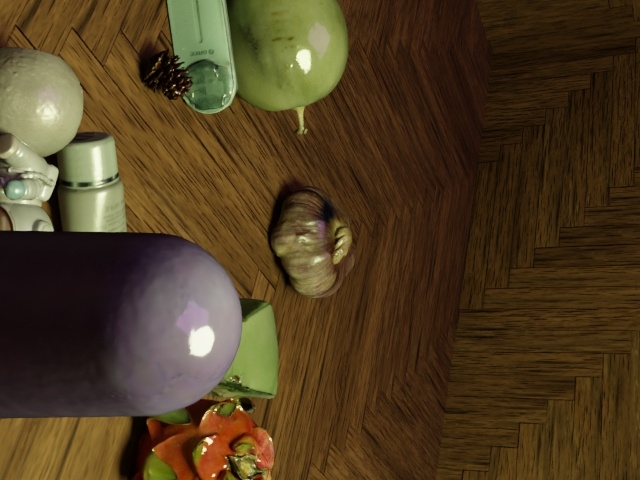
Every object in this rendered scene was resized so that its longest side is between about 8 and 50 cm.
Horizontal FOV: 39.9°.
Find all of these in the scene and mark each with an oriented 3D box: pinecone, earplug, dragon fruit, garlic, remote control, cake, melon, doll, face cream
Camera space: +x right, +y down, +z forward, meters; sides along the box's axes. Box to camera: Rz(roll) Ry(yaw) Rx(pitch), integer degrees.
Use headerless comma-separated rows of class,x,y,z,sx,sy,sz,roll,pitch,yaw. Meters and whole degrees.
pinecone,-0.250,-0.273,1.459,0.083,0.077,0.077,28,52,-15
earplug,-0.287,0.085,0.889,0.215,0.455,0.215,9,79,-62
dragon fruit,-0.178,0.344,1.392,0.224,0.227,0.224,-11,90,-70
garlic,0.000,0.000,1.884,0.245,0.160,0.245,40,44,-52
remote control,-0.204,-0.346,1.540,0.052,0.104,0.248,-42,127,-74
cake,-0.197,0.155,1.449,0.283,0.157,0.172,33,57,-57
melon,-0.077,-0.381,1.644,0.308,0.271,0.271,58,23,9
doll,-0.375,-0.089,1.095,0.151,0.150,0.287,16,77,-65
face cream,-0.321,0.002,1.275,0.143,0.089,0.315,-42,133,-61
